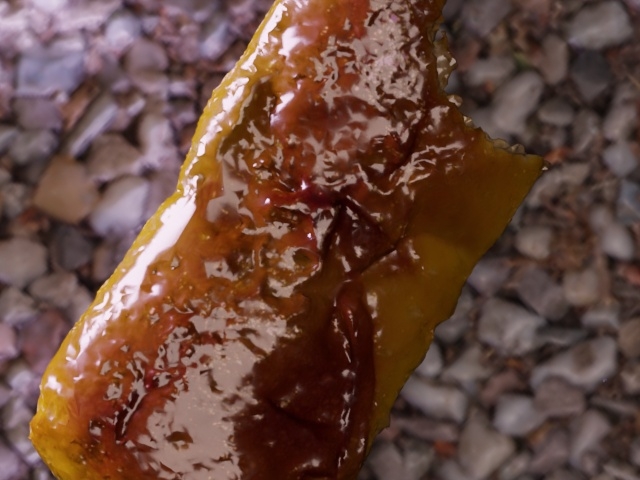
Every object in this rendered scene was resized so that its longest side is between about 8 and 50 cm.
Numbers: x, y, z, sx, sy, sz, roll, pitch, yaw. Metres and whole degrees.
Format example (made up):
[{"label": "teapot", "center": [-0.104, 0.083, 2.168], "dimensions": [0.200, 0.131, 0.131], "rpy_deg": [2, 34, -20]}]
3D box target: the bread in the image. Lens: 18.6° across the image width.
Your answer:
[{"label": "bread", "center": [0.000, 0.000, 1.087], "dimensions": [0.185, 0.109, 0.380], "rpy_deg": [31, 91, 2]}]
